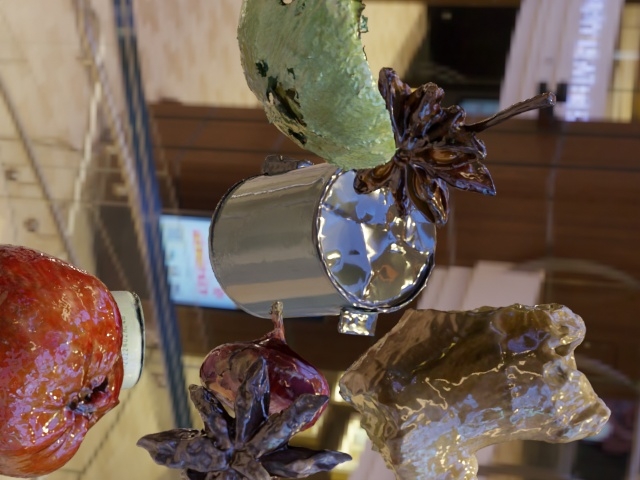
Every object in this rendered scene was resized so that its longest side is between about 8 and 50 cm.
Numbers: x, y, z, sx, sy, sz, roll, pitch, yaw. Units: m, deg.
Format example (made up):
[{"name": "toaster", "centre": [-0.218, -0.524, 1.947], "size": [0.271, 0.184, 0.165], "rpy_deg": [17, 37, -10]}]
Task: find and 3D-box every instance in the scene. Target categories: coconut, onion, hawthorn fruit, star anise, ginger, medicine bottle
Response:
[{"name": "coconut", "centre": [-0.008, -0.117, 0.915], "size": [0.055, 0.158, 0.133], "rpy_deg": [-41, 170, -29]}, {"name": "onion", "centre": [-0.053, 0.136, 1.479], "size": [0.150, 0.150, 0.140], "rpy_deg": [63, 40, -59]}, {"name": "hawthorn fruit", "centre": [-0.264, 0.087, 1.073], "size": [0.185, 0.202, 0.185], "rpy_deg": [-56, 168, -18]}, {"name": "star anise", "centre": [-0.068, 0.236, 1.344], "size": [0.209, 0.231, 0.089], "rpy_deg": [-57, 166, 3]}, {"name": "ginger", "centre": [0.155, 0.163, 1.342], "size": [0.130, 0.275, 0.221], "rpy_deg": [79, 17, -79]}, {"name": "medicine bottle", "centre": [-0.323, 0.131, 1.708], "size": [0.135, 0.168, 0.135], "rpy_deg": [-179, -90, -69]}, {"name": "star anise", "centre": [0.117, -0.086, 1.271], "size": [0.073, 0.234, 0.177], "rpy_deg": [-50, 143, -39]}]

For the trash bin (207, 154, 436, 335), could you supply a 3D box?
[{"name": "trash bin", "centre": [0.000, 0.000, 1.866], "size": [0.217, 0.262, 0.277], "rpy_deg": [12, 77, -36]}]
